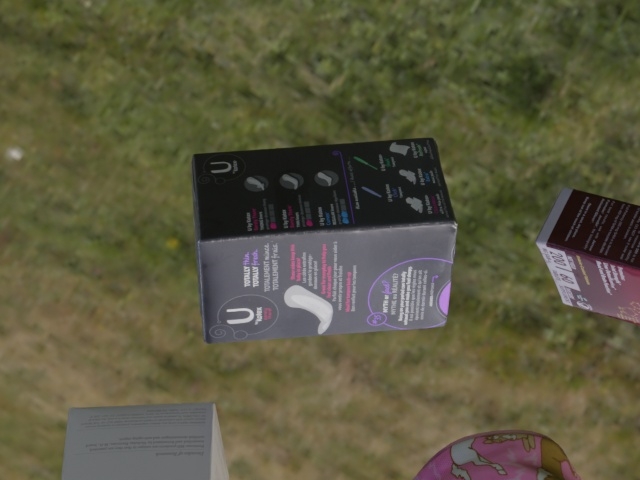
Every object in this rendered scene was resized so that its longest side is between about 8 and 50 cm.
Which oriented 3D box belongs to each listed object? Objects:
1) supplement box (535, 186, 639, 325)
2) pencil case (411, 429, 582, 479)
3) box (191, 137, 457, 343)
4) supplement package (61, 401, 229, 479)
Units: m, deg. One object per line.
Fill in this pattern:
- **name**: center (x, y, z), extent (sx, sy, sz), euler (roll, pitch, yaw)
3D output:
- **supplement box**: center (0.341, 0.035, 1.453), extent (0.239, 0.073, 0.130), euler (16, 156, 32)
- **pencil case**: center (0.182, 0.305, 1.102), extent (0.167, 0.160, 0.386), euler (27, -160, -34)
- **box**: center (0.000, 0.000, 1.626), extent (0.270, 0.143, 0.165), euler (-4, 134, -6)
- **supplement package**: center (-0.200, 0.353, 1.696), extent (0.175, 0.293, 0.177), euler (-3, 140, 2)
